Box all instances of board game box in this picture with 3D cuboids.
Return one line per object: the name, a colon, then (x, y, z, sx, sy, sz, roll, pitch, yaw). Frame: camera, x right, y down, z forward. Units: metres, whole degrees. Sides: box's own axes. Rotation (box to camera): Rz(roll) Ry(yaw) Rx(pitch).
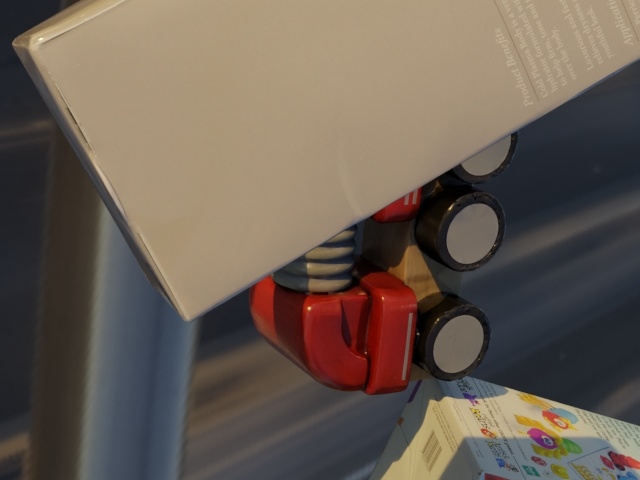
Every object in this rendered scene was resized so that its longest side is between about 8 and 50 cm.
board game box: (0.185, 0.215, 1.064, 0.275, 0.144, 0.142, 18, 111, -19)

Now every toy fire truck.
toy fire truck: (0.000, 0.000, 0.958, 0.246, 0.158, 0.217, -5, 111, -30)

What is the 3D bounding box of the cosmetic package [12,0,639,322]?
cosmetic package: (0.008, -0.082, 0.600, 0.238, 0.107, 0.127, -28, 105, -7)
